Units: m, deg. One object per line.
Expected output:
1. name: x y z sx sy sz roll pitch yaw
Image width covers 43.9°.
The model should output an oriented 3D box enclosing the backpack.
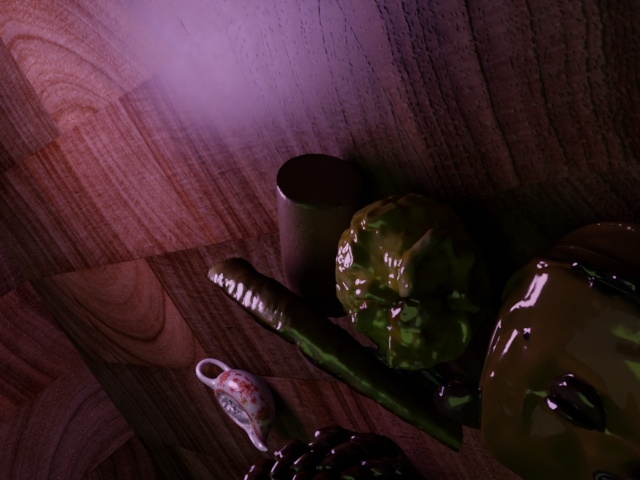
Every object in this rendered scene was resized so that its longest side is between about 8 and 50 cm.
1. backpack: 0.316 0.162 0.866 0.354 0.201 0.377 24 132 43

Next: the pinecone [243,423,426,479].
1. pinecone: 0.034 0.541 1.471 0.398 0.398 0.397 32 144 28

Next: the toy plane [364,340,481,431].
1. toy plane: 0.168 0.231 1.243 0.246 0.078 0.169 44 147 10

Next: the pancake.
1. pancake: 0.030 0.155 1.129 0.427 0.066 0.305 30 175 39

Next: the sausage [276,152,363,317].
1. sausage: 0.000 0.000 1.176 0.123 0.123 0.252 32 144 28

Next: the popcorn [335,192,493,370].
1. popcorn: 0.119 0.057 1.005 0.217 0.181 0.234 -163 59 -70

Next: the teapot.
1. teapot: -0.178 0.351 1.774 0.246 0.116 0.159 36 158 18
